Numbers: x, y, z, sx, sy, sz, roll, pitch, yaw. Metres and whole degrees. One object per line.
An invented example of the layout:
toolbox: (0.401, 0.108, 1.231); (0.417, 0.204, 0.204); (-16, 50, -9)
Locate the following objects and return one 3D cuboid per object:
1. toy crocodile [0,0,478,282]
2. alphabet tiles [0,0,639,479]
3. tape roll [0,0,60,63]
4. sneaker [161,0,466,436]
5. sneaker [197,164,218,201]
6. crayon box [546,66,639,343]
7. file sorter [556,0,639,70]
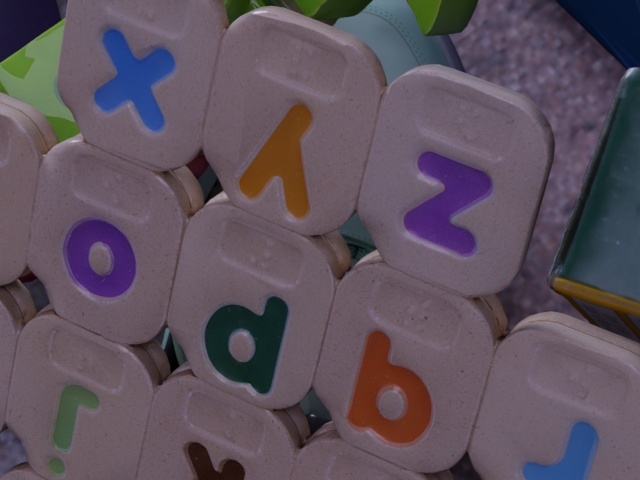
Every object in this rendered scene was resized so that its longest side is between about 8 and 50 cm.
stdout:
toy crocodile: (-0.093, -0.045, 0.755); (0.340, 0.115, 0.105); (-33, 82, 13)
alphabet tiles: (-0.027, 0.048, 0.664); (0.284, 0.021, 0.278); (22, 120, 17)
tape roll: (-0.222, -0.087, 0.905); (0.189, 0.080, 0.189); (-4, 77, 18)
sneaker: (0.000, 0.000, 0.773); (0.094, 0.151, 0.256); (2, 77, 20)
sneaker: (-0.062, -0.069, 0.849); (0.057, 0.075, 0.161); (30, 89, 22)
crayon box: (0.257, 0.046, 0.649); (0.323, 0.203, 0.083); (19, 84, 21)
file sorter: (0.127, -0.148, 0.756); (0.104, 0.170, 0.118); (-42, 69, 1)
